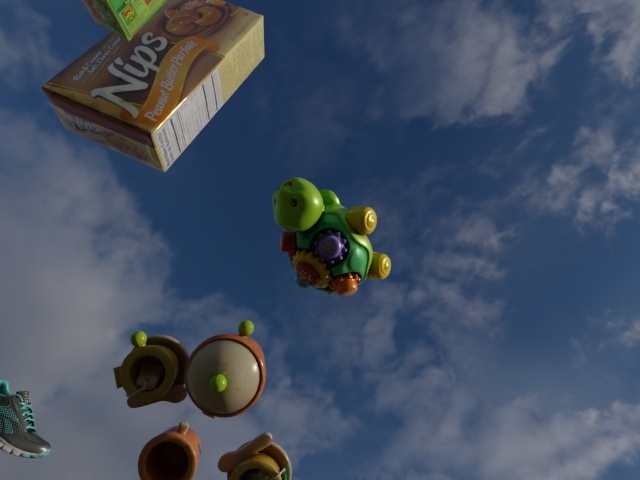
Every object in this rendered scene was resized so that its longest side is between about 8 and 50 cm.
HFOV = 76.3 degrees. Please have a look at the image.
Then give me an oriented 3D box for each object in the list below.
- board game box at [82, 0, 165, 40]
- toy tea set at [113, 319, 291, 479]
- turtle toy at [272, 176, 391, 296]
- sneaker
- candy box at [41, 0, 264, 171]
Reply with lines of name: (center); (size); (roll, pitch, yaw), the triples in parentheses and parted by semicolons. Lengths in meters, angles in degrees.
board game box: (-0.146, -0.280, 0.358); (0.043, 0.092, 0.181); (30, -105, 8)
toy tea set: (-0.140, 0.263, 0.490); (0.199, 0.124, 0.337); (-14, -94, -2)
turtle toy: (0.000, 0.000, 0.363); (0.095, 0.066, 0.130); (5, -52, 41)
sneaker: (-0.491, 0.281, 0.652); (0.166, 0.076, 0.065); (29, -25, 9)
candy box: (-0.243, -0.275, 0.655); (0.182, 0.317, 0.088); (23, -29, 8)
